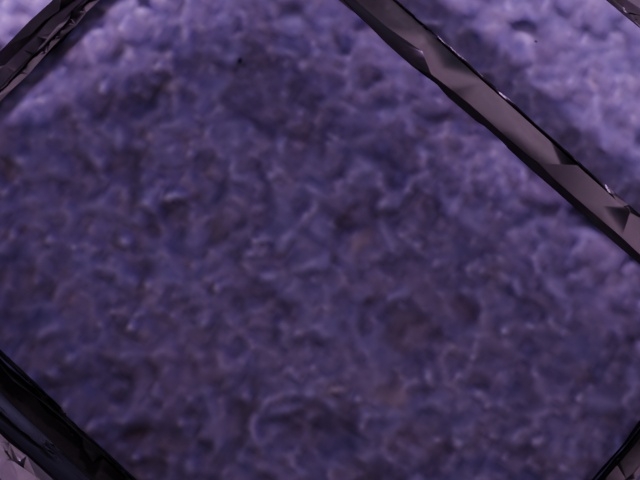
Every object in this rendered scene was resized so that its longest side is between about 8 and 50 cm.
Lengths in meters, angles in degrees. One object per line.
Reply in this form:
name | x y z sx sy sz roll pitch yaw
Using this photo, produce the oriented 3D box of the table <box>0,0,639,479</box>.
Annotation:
table | 0.000 0.000 0.522 0.335 0.222 0.272 41 83 4
